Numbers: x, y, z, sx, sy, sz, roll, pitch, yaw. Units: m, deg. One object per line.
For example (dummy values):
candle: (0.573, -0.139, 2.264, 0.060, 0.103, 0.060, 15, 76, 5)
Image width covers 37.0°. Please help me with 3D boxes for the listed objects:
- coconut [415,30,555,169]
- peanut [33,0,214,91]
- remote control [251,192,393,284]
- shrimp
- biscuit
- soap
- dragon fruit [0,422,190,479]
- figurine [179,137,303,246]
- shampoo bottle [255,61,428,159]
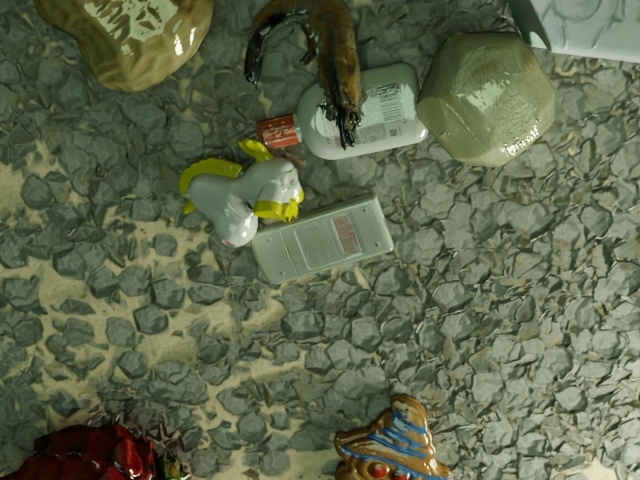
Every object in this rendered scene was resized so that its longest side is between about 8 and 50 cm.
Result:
coconut: (0.198, -0.180, 1.177, 0.161, 0.161, 0.162, -40, 101, 17)
peanut: (-0.251, -0.307, 1.191, 0.197, 0.110, 0.233, -40, 105, 17)
remote control: (0.000, 0.000, 1.327, 0.190, 0.029, 0.087, -18, 108, 11)
shrimp: (-0.021, -0.212, 1.207, 0.152, 0.046, 0.219, -15, 85, 9)
biscuit: (0.101, 0.360, 1.455, 0.183, 0.043, 0.280, 14, 108, 3)
soap: (0.374, -0.316, 1.124, 0.347, 0.115, 0.208, 8, 105, 2)
dragon fruit: (-0.343, 0.385, 1.403, 0.299, 0.244, 0.244, 8, 111, -7)
figurine: (-0.111, -0.062, 1.286, 0.178, 0.109, 0.129, -23, 105, 32)
shampoo bottle: (0.026, -0.160, 1.252, 0.221, 0.051, 0.108, -11, 106, 9)
